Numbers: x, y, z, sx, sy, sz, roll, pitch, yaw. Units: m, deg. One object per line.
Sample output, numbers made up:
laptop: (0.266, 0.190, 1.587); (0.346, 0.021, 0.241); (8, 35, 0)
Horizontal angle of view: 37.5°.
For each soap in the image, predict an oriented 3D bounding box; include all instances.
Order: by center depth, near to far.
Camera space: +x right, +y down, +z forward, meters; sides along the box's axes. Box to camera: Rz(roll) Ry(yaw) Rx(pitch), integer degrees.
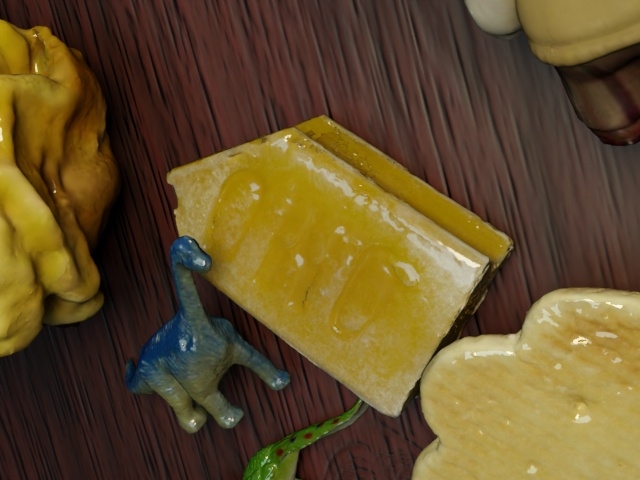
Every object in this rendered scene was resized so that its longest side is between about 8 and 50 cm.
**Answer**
soap: (0.000, 0.000, 0.736); (0.257, 0.080, 0.160); (34, 118, 17)

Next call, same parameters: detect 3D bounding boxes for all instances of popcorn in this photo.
popcorn: (-0.326, -0.017, 0.793); (0.349, 0.382, 0.349); (-2, 66, 4)

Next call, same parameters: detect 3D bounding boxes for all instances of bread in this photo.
bread: (0.212, 0.165, 0.653); (0.316, 0.054, 0.316); (8, 116, 17)

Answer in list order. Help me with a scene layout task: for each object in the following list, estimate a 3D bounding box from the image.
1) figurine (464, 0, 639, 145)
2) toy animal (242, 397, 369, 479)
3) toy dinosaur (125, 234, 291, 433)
figurine: (0.102, -0.215, 0.447); (0.218, 0.365, 0.206); (-5, 63, 44)
toy animal: (-0.011, 0.200, 0.820); (0.217, 0.041, 0.075); (-37, 82, 27)
toy dinosaur: (-0.134, 0.075, 0.792); (0.247, 0.075, 0.188); (-3, 129, 45)
